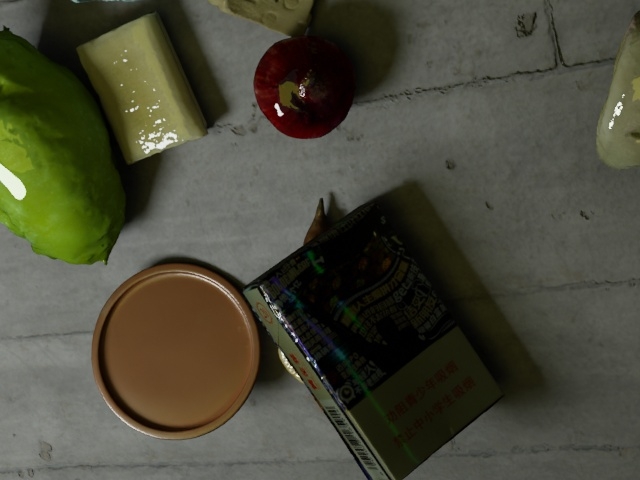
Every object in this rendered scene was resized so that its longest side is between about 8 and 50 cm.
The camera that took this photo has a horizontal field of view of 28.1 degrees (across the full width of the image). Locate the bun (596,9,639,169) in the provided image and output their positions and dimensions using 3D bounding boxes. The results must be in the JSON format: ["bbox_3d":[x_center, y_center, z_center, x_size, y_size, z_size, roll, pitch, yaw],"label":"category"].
[{"bbox_3d":[0.379,-0.154,1.395,0.128,0.178,0.193,19,114,14],"label":"bun"}]

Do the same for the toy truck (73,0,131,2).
[{"bbox_3d":[-0.284,-0.449,1.601,0.162,0.136,0.305,-2,106,32],"label":"toy truck"}]

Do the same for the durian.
[{"bbox_3d":[-0.391,-0.118,1.752,0.340,0.204,0.256,38,141,-2],"label":"durian"}]

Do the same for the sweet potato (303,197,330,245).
[{"bbox_3d":[0.000,0.000,1.703,0.049,0.049,0.117,8,106,21],"label":"sweet potato"}]

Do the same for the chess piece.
[{"bbox_3d":[-0.098,-0.317,1.572,0.200,0.090,0.090,17,122,-22],"label":"chess piece"}]

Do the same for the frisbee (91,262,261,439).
[{"bbox_3d":[-0.204,0.156,1.806,0.251,0.021,0.250,-1,84,12],"label":"frisbee"}]

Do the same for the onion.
[{"bbox_3d":[-0.019,-0.193,1.590,0.131,0.131,0.131,8,113,21],"label":"onion"}]

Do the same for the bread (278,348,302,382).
[{"bbox_3d":[0.020,0.144,1.730,0.149,0.073,0.122,-36,94,30],"label":"bread"}]

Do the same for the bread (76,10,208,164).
[{"bbox_3d":[-0.238,-0.204,1.715,0.139,0.060,0.178,-16,102,28],"label":"bread"}]

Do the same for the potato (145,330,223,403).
[{"bbox_3d":[-0.183,0.193,1.840,0.103,0.066,0.096,31,95,15],"label":"potato"}]

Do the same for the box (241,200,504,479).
[{"bbox_3d":[0.068,0.132,1.630,0.310,0.198,0.084,56,159,-5],"label":"box"}]
